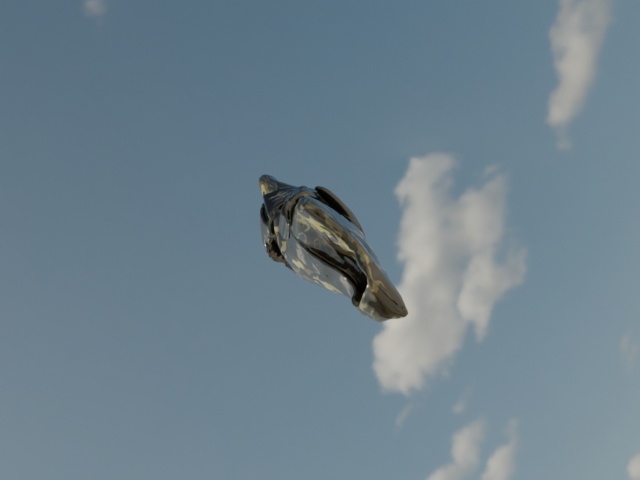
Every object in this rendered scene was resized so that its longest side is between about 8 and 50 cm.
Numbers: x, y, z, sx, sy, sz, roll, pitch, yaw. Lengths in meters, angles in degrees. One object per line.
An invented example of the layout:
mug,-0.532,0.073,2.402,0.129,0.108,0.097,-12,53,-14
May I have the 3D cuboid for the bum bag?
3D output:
bum bag,0.000,-0.001,0.861,0.069,0.248,0.102,-24,-77,-13
